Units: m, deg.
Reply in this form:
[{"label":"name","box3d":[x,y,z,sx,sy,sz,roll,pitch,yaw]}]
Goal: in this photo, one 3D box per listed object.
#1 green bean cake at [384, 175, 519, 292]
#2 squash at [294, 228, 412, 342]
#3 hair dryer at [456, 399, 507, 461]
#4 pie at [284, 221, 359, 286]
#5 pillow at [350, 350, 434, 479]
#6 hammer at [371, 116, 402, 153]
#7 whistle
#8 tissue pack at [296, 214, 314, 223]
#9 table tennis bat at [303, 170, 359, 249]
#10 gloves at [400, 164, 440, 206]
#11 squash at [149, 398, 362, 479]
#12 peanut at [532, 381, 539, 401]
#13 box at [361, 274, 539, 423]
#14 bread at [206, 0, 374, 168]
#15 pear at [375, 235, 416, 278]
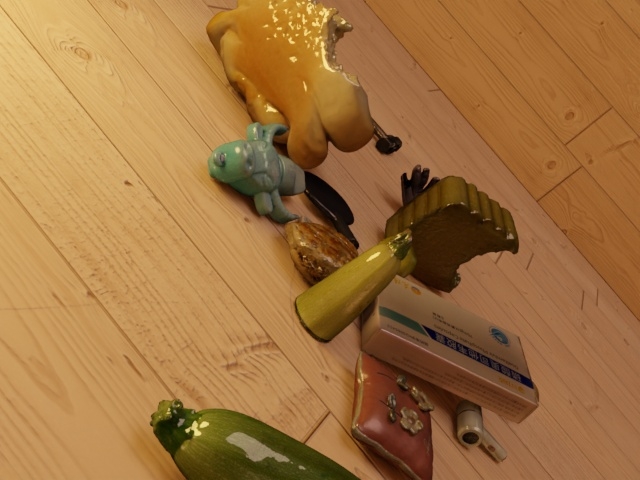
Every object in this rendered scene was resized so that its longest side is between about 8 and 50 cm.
[{"label":"green bean cake","box3d":[0.286,-0.015,1.640,0.233,0.236,0.124,34,40,-25]},{"label":"squash","box3d":[0.064,0.061,1.191,0.094,0.224,0.094,42,18,-17]},{"label":"hair dryer","box3d":[0.297,0.362,1.354,0.137,0.047,0.082,49,24,-17]},{"label":"pie","box3d":[0.014,0.031,1.317,0.193,0.079,0.163,33,28,-28]},{"label":"pillow","box3d":[0.116,0.271,1.136,0.171,0.075,0.179,41,26,-17]},{"label":"hammer","box3d":[0.096,-0.395,2.157,0.365,0.043,0.111,50,25,9]},{"label":"whistle","box3d":[-0.107,-0.125,1.339,0.274,0.093,0.186,8,72,-60]},{"label":"tissue pack","box3d":[0.000,0.000,1.408,0.108,0.023,0.056,38,25,-24]},{"label":"table tennis bat","box3d":[0.025,-0.064,1.523,0.150,0.027,0.236,27,25,-39]},{"label":"gloves","box3d":[0.291,-0.070,1.902,0.285,0.119,0.142,53,9,-26]},{"label":"squash","box3d":[-0.020,0.291,0.840,0.395,0.107,0.107,39,26,-20]},{"label":"peanut","box3d":[0.379,0.295,1.540,0.192,0.089,0.089,37,26,-15]},{"label":"box","box3d":[0.233,0.190,1.382,0.343,0.065,0.200,27,29,-15]},{"label":"bread","box3d":[-0.058,-0.356,1.545,0.424,0.245,0.329,58,-13,17]},{"label":"pear","box3d":[0.159,0.035,1.552,0.097,0.092,0.092,18,38,-48]}]
